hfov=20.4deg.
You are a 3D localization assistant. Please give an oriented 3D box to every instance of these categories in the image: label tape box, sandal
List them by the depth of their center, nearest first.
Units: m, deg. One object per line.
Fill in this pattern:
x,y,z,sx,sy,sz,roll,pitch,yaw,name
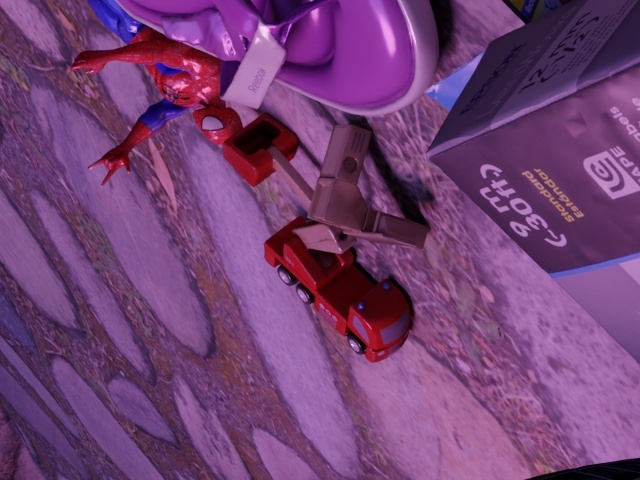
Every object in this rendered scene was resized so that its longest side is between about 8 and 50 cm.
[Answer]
0.189,-0.002,0.841,0.249,0.115,0.348,43,156,-11,label tape box
-0.065,-0.156,1.244,0.416,0.102,0.169,21,143,55,sandal

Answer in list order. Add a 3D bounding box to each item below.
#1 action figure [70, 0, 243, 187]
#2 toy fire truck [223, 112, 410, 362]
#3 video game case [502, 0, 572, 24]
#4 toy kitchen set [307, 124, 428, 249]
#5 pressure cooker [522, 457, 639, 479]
-0.184,-0.163,1.457,0.280,0.139,0.091,46,160,12,action figure
0.000,0.000,1.442,0.192,0.047,0.135,44,157,21,toy fire truck
0.160,-0.156,0.856,0.248,0.035,0.275,47,160,14,video game case
0.049,-0.037,1.301,0.083,0.075,0.068,17,177,-23,toy kitchen set
0.209,0.315,1.022,0.375,0.420,0.369,-46,56,53,pressure cooker
